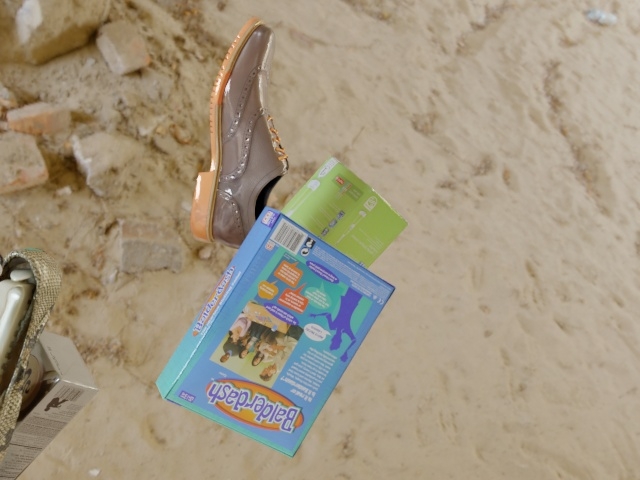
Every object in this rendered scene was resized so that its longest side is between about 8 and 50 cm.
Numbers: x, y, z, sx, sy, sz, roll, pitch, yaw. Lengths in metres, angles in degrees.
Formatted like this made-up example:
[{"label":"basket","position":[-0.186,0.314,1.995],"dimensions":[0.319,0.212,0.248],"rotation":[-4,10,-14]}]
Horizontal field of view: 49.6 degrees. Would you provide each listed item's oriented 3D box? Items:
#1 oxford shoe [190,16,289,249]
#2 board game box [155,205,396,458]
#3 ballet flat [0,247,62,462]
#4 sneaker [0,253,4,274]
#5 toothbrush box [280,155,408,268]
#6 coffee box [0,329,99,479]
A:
[{"label":"oxford shoe","position":[-0.103,-0.162,1.102],"dimensions":[0.133,0.363,0.130],"rotation":[15,14,11]},{"label":"board game box","position":[-0.042,0.095,0.707],"dimensions":[0.160,0.210,0.047],"rotation":[34,-4,-25]},{"label":"ballet flat","position":[-0.638,0.236,1.315],"dimensions":[0.164,0.182,0.482],"rotation":[17,79,2]},{"label":"sneaker","position":[-0.432,-0.034,0.789],"dimensions":[0.217,0.079,0.121],"rotation":[17,50,12]},{"label":"toothbrush box","position":[0.000,0.000,1.361],"dimensions":[0.122,0.283,0.206],"rotation":[42,3,-32]},{"label":"coffee box","position":[-0.634,0.353,1.462],"dimensions":[0.168,0.297,0.119],"rotation":[46,4,35]}]
